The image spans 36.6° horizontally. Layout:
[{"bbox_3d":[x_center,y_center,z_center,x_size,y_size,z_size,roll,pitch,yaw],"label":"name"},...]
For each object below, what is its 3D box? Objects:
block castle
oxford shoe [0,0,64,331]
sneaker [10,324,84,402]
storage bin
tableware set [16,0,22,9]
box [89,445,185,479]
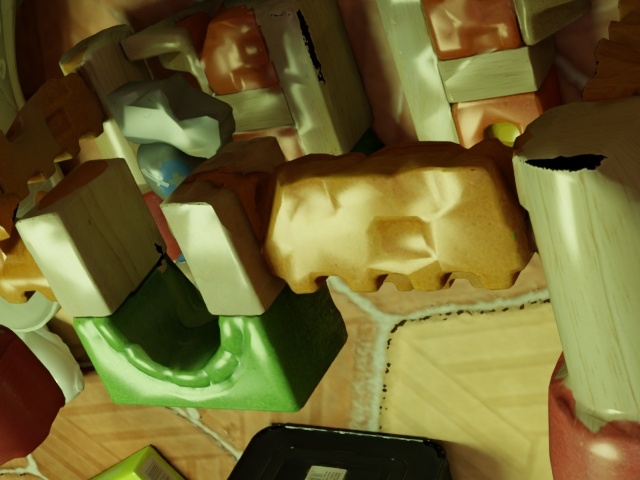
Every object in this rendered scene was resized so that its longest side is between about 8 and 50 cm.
[{"bbox_3d":[0.000,0.000,0.527,0.453,0.303,0.213,-4,122,30],"label":"block castle"},{"bbox_3d":[-0.285,-0.069,0.714,0.169,0.130,0.449,15,139,7],"label":"oxford shoe"},{"bbox_3d":[-0.332,0.125,0.901,0.232,0.115,0.090,9,127,20],"label":"sneaker"},{"bbox_3d":[0.014,0.229,0.802,0.180,0.122,0.084,1,124,25],"label":"storage bin"},{"bbox_3d":[-0.240,-0.225,0.658,0.128,0.039,0.194,39,138,-19],"label":"tableware set"},{"bbox_3d":[-0.196,0.286,1.000,0.109,0.042,0.178,47,129,-11],"label":"box"}]
